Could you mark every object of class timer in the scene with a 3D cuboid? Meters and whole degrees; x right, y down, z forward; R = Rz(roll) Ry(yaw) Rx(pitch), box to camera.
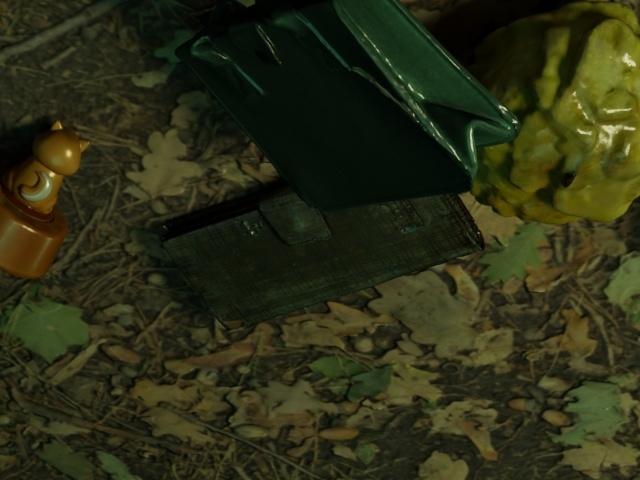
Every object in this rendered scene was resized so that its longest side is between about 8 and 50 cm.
[{"bbox_3d":[-0.300,-0.057,2.030,0.132,0.132,0.152,32,107,-25],"label":"timer"}]

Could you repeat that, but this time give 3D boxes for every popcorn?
[{"bbox_3d":[0.245,-0.105,1.838,0.266,0.192,0.233,-4,137,14],"label":"popcorn"}]

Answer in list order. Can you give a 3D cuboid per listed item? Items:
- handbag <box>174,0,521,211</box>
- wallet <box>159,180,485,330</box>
[{"bbox_3d":[0.014,-0.135,1.784,0.238,0.089,0.326,44,160,-19],"label":"handbag"},{"bbox_3d":[0.000,0.001,2.089,0.317,0.044,0.169,-17,131,22],"label":"wallet"}]
